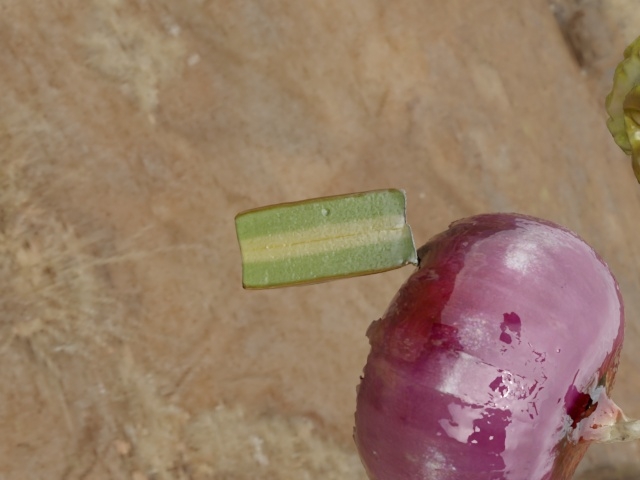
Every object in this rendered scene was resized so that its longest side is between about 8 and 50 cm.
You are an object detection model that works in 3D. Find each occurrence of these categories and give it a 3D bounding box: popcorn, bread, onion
[{"bbox_3d":[0.280,-0.108,0.958,0.126,0.145,0.126,28,39,-16],"label":"popcorn"},{"bbox_3d":[0.004,-0.001,1.096,0.084,0.139,0.074,-5,87,-42],"label":"bread"},{"bbox_3d":[0.199,0.153,1.370,0.358,0.345,0.358,-13,113,-32],"label":"onion"}]
